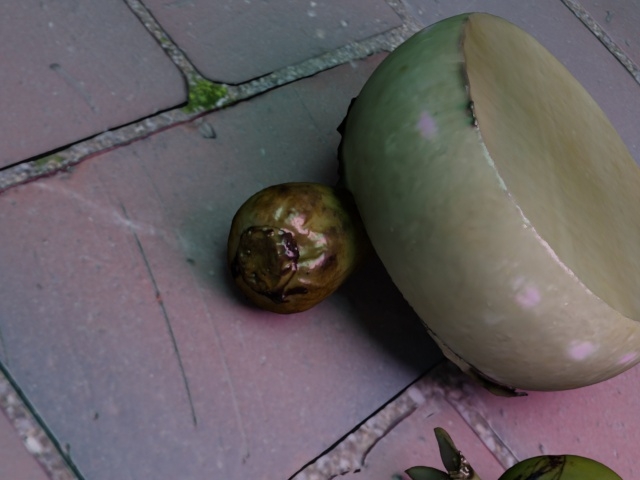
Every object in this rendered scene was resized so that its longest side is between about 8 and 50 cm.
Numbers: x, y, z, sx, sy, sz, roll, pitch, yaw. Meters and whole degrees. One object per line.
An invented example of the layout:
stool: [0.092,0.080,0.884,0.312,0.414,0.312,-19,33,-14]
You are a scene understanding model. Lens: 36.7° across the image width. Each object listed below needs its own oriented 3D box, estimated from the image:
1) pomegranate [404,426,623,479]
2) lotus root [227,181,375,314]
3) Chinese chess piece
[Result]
pomegranate: [0.152,0.220,0.731,0.191,0.131,0.152,34,37,9]
lotus root: [0.000,0.000,0.832,0.191,0.095,0.108,-16,106,-50]
Chinese chess piece: [0.174,-0.034,0.867,0.349,0.146,0.349,32,39,-31]
